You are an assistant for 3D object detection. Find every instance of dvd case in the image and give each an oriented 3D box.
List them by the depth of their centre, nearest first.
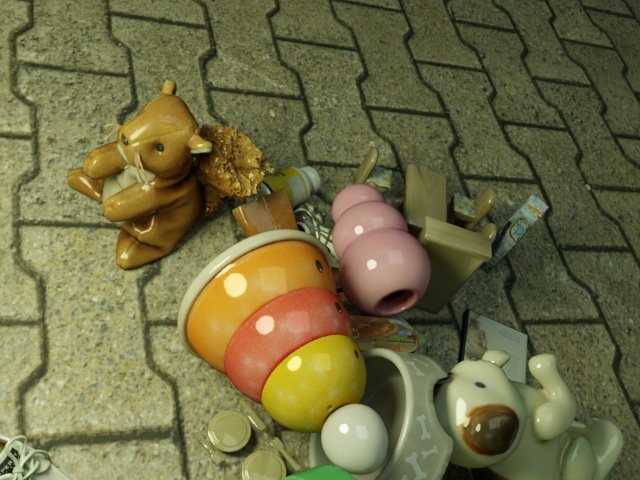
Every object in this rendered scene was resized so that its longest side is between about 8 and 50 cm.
[{"bbox_3d":[0.425,0.301,1.982,0.180,0.022,0.253,24,48,-8],"label":"dvd case"}]

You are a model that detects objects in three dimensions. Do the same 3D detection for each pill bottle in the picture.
[{"bbox_3d":[-0.090,-0.125,2.008,0.184,0.103,0.103,-26,69,-39],"label":"pill bottle"}]

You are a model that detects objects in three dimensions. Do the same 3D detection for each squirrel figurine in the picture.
[{"bbox_3d":[-0.314,-0.174,1.751,0.396,0.370,0.281,-13,61,-34],"label":"squirrel figurine"}]

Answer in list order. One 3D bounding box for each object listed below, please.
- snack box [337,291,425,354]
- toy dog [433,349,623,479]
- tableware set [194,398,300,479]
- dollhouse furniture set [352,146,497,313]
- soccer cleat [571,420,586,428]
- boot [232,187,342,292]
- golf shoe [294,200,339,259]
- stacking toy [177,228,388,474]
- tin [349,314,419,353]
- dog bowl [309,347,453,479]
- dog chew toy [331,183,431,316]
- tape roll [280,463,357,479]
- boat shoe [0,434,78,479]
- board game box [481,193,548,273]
[{"bbox_3d":[0.105,0.202,1.826,0.174,0.070,0.207,-12,46,-39],"label":"snack box"},{"bbox_3d":[0.357,0.400,1.641,0.408,0.284,0.395,43,75,-34],"label":"toy dog"},{"bbox_3d":[-0.147,0.422,1.590,0.128,0.039,0.194,-33,67,-28],"label":"tableware set"},{"bbox_3d":[0.286,-0.059,2.038,0.362,0.256,0.394,19,48,-13],"label":"dollhouse furniture set"},{"bbox_3d":[0.587,0.452,1.917,0.196,0.068,0.076,36,41,-6],"label":"soccer cleat"},{"bbox_3d":[-0.044,0.010,1.903,0.264,0.096,0.281,-20,78,-23],"label":"boot"},{"bbox_3d":[0.000,0.000,1.987,0.094,0.077,0.198,-39,82,-16],"label":"golf shoe"},{"bbox_3d":[-0.026,0.244,1.523,0.350,0.351,0.480,-13,49,-34],"label":"stacking toy"},{"bbox_3d":[0.119,0.213,1.725,0.189,0.040,0.106,7,33,-17],"label":"tin"},{"bbox_3d":[0.106,0.368,1.556,0.102,0.348,0.349,28,44,-28],"label":"dog bowl"},{"bbox_3d":[0.120,0.006,1.823,0.206,0.207,0.332,0,51,-26],"label":"dog chew toy"},{"bbox_3d":[0.021,0.551,1.374,0.077,0.321,0.321,-11,60,-31],"label":"tape roll"},{"bbox_3d":[-0.523,0.387,1.346,0.367,0.156,0.136,30,47,-1],"label":"boat shoe"},{"bbox_3d":[0.524,-0.028,2.175,0.060,0.194,0.194,42,47,9],"label":"board game box"}]
